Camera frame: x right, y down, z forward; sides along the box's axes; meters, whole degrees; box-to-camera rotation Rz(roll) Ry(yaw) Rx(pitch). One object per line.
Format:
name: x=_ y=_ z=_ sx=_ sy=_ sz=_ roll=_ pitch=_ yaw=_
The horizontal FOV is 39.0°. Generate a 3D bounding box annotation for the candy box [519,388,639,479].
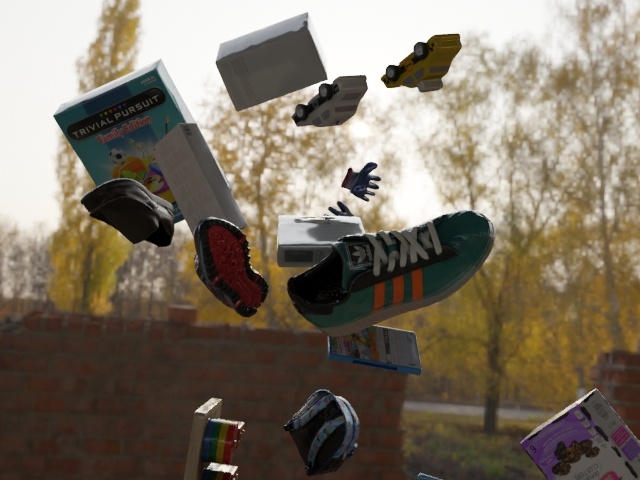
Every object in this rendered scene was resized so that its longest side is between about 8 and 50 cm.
candy box: x=0.476 y=0.386 z=1.577 sx=0.070 sy=0.196 sz=0.165 roll=-23 pitch=-20 yaw=-45

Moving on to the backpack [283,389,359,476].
backpack: x=0.021 y=0.423 z=2.036 sx=0.117 sy=0.158 sz=0.173 roll=5 pitch=-49 yaw=-41

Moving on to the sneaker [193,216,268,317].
sneaker: x=-0.192 y=0.046 z=1.636 sx=0.125 sy=0.104 sz=0.262 roll=23 pitch=-28 yaw=29

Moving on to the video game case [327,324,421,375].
video game case: x=0.095 y=0.189 z=1.622 sx=0.166 sy=0.015 sz=0.119 roll=11 pitch=28 yaw=-6

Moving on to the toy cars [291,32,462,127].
toy cars: x=0.122 y=-0.312 z=1.891 sx=0.394 sy=0.087 sz=0.176 roll=-22 pitch=-10 yaw=9

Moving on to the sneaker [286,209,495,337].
sneaker: x=0.091 y=0.036 z=1.245 sx=0.302 sy=0.108 sz=0.121 roll=-30 pitch=-40 yaw=20

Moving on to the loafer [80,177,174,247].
loafer: x=-0.294 y=-0.038 z=1.448 sx=0.080 sy=0.078 sz=0.220 roll=-30 pitch=-21 yaw=18

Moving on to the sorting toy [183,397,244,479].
sorting toy: x=-0.225 y=0.483 z=1.921 sx=0.089 sy=0.257 sz=0.255 roll=9 pitch=-3 yaw=2

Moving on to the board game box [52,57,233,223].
board game box: x=-0.383 y=-0.191 z=1.981 sx=0.254 sy=0.336 sz=0.079 roll=-22 pitch=27 yaw=12

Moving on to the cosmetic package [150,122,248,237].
cosmetic package: x=-0.242 y=-0.107 z=1.794 sx=0.099 sy=0.239 sz=0.060 roll=-33 pitch=-11 yaw=32

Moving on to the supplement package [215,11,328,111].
supplement package: x=-0.086 y=-0.324 z=1.636 sx=0.179 sy=0.105 sz=0.105 roll=-17 pitch=30 yaw=11

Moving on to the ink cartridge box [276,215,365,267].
ink cartridge box: x=0.000 y=0.000 z=1.479 sx=0.145 sy=0.045 sz=0.179 roll=0 pitch=14 yaw=-3

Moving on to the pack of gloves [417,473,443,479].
pack of gloves: x=0.219 y=0.343 z=1.245 sx=0.232 sy=0.046 sz=0.195 roll=12 pitch=-28 yaw=-21

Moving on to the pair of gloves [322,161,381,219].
pair of gloves: x=0.067 y=-0.083 z=1.950 sx=0.023 sy=0.198 sz=0.159 roll=25 pitch=5 yaw=28
